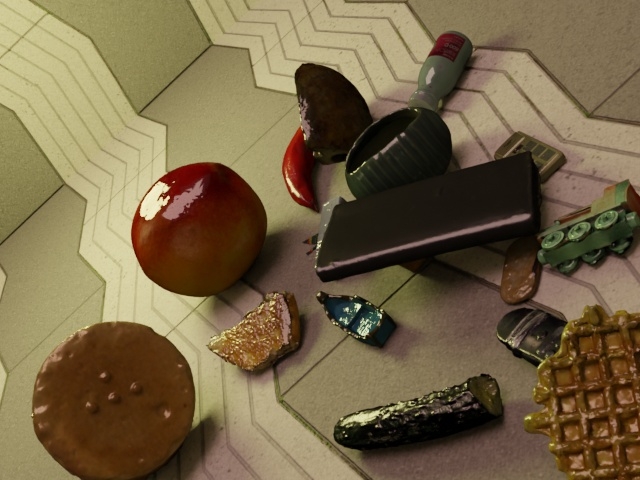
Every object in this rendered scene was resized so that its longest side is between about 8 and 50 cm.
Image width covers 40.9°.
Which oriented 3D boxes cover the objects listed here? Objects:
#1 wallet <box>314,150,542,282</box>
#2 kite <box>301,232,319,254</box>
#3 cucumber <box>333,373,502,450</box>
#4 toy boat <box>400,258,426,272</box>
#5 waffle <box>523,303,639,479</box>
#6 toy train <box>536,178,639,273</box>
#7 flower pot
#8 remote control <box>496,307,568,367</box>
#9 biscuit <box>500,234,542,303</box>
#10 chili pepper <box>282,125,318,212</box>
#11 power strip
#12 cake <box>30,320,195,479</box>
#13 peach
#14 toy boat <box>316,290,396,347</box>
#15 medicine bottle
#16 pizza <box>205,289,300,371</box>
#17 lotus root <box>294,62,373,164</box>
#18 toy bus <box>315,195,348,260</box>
[{"bbox_3d":[0.195,-0.040,1.560,0.406,0.062,0.228,-15,33,23],"label":"wallet"},{"bbox_3d":[0.000,0.000,1.928,0.090,0.004,0.122,-48,31,-8],"label":"kite"},{"bbox_3d":[0.140,0.285,1.353,0.303,0.072,0.081,-25,26,30],"label":"cucumber"},{"bbox_3d":[0.153,-0.001,1.666,0.088,0.089,0.229,-60,30,1],"label":"toy boat"},{"bbox_3d":[0.386,0.213,1.087,0.243,0.059,0.238,39,91,31],"label":"waffle"},{"bbox_3d":[0.433,-0.018,1.386,0.176,0.074,0.118,-26,25,36],"label":"toy train"},{"bbox_3d":[0.164,-0.169,1.792,0.243,0.157,0.189,-35,33,13],"label":"flower pot"},{"bbox_3d":[0.358,0.168,1.262,0.090,0.066,0.266,-36,25,-12],"label":"remote control"},{"bbox_3d":[0.342,0.047,1.457,0.071,0.018,0.147,-18,40,40],"label":"biscuit"},{"bbox_3d":[-0.024,-0.205,2.147,0.137,0.092,0.368,4,54,17],"label":"chili pepper"},{"bbox_3d":[0.394,-0.162,1.640,0.076,0.028,0.169,-45,31,0],"label":"power strip"},{"bbox_3d":[-0.421,0.343,1.771,0.332,0.332,0.321,-57,2,-20],"label":"cake"},{"bbox_3d":[-0.278,-0.032,1.999,0.308,0.307,0.332,-93,25,-52],"label":"peach"},{"bbox_3d":[0.062,0.139,1.617,0.075,0.077,0.185,-51,31,-10],"label":"toy boat"},{"bbox_3d":[0.274,-0.383,1.985,0.090,0.090,0.217,-2,51,49],"label":"medicine bottle"},{"bbox_3d":[-0.126,0.205,1.776,0.226,0.069,0.147,-39,52,14],"label":"pizza"},{"bbox_3d":[0.038,-0.314,2.059,0.142,0.210,0.314,-18,55,15],"label":"lotus root"},{"bbox_3d":[0.035,-0.009,1.830,0.064,0.075,0.190,-25,35,28],"label":"toy bus"}]
